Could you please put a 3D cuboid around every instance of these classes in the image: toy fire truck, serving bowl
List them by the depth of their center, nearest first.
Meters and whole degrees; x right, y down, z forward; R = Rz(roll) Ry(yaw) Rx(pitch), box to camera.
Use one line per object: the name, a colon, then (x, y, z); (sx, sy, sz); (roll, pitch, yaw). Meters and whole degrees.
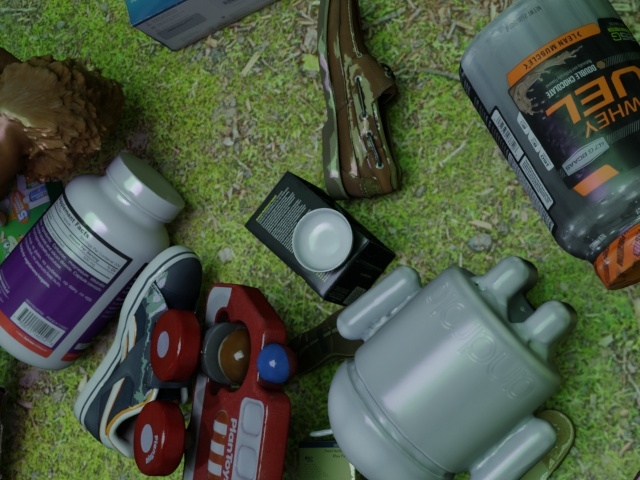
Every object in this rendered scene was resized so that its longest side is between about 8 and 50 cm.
serving bowl: (0.006, 0.001, 1.279); (0.083, 0.027, 0.083); (-4, 79, 21)
toy fire truck: (-0.109, 0.210, 1.293); (0.253, 0.169, 0.302); (1, 81, 57)

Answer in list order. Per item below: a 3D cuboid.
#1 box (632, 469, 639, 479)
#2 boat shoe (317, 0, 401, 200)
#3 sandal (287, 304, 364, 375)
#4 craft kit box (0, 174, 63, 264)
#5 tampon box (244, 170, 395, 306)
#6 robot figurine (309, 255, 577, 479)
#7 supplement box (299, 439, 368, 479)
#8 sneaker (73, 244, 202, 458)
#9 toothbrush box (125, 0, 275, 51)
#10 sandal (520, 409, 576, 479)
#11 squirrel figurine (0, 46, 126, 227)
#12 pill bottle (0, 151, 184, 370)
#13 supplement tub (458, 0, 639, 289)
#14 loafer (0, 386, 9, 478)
box: (0.365, 0.464, 1.113); (0.191, 0.143, 0.382); (28, 91, 26)
boat shoe: (0.061, -0.210, 1.391); (0.104, 0.110, 0.308); (-5, 88, 19)
sandal: (0.027, 0.139, 1.373); (0.180, 0.049, 0.072); (-29, 64, 33)
craft kit box: (-0.542, -0.051, 1.655); (0.246, 0.061, 0.250); (-29, 70, 20)
tampon box: (0.000, 0.000, 1.364); (0.161, 0.120, 0.101); (42, 97, 24)
robot figurine: (0.150, 0.172, 1.223); (0.353, 0.199, 0.300); (-45, 69, 11)
supplement box: (0.019, 0.312, 1.337); (0.083, 0.056, 0.083); (-6, 79, 23)
sneaker: (-0.235, 0.168, 1.441); (0.127, 0.126, 0.321); (37, 107, 29)
toothbrush box: (-0.204, -0.481, 1.539); (0.216, 0.126, 0.296); (-21, 72, 20)
sandal: (0.234, 0.316, 1.228); (0.088, 0.079, 0.240); (31, 94, 25)
squirrel figurine: (-0.481, -0.143, 1.456); (0.396, 0.370, 0.281); (-6, 75, -9)
pill bottle: (-0.353, 0.028, 1.485); (0.323, 0.181, 0.181); (-48, 66, 9)
supplement tub: (0.329, -0.124, 1.192); (0.207, 0.207, 0.338); (-33, 70, 15)
loafer: (-0.527, 0.271, 1.521); (0.133, 0.130, 0.366); (20, 118, 27)
